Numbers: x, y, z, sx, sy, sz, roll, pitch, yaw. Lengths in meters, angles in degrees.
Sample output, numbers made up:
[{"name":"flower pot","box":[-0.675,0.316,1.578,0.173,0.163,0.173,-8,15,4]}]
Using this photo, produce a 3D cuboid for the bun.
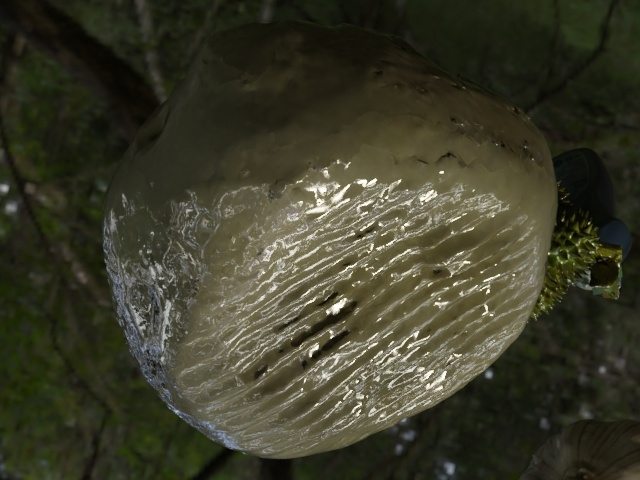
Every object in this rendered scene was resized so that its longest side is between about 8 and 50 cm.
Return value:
[{"name":"bun","box":[0.000,0.000,1.000,0.362,0.326,0.234,26,-166,-46]}]

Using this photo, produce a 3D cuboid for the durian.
[{"name":"durian","box":[0.181,0.002,1.329,0.159,0.146,0.198,-28,-152,-17]}]

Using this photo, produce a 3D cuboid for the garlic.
[{"name":"garlic","box":[0.282,0.285,1.449,0.199,0.199,0.226,14,176,29]}]

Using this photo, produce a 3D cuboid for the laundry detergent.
[{"name":"laundry detergent","box":[0.276,-0.017,1.462,0.061,0.096,0.206,58,-162,-31]}]
